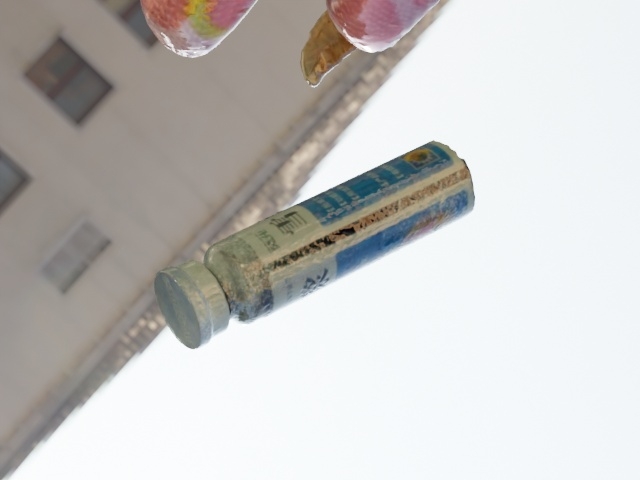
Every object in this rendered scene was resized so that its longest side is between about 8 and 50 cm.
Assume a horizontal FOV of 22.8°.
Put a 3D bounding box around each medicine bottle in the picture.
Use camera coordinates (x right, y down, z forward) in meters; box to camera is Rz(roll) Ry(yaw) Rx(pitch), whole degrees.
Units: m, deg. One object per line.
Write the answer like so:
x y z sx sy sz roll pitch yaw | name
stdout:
0.000 0.000 0.881 0.191 0.051 0.051 -25 -170 -26 | medicine bottle

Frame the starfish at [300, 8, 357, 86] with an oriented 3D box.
0.140 -0.270 0.913 0.383 0.398 0.132 -17 170 7 | starfish

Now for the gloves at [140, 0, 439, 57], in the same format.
-0.005 -0.140 0.274 0.145 0.241 0.126 18 -120 31 | gloves
